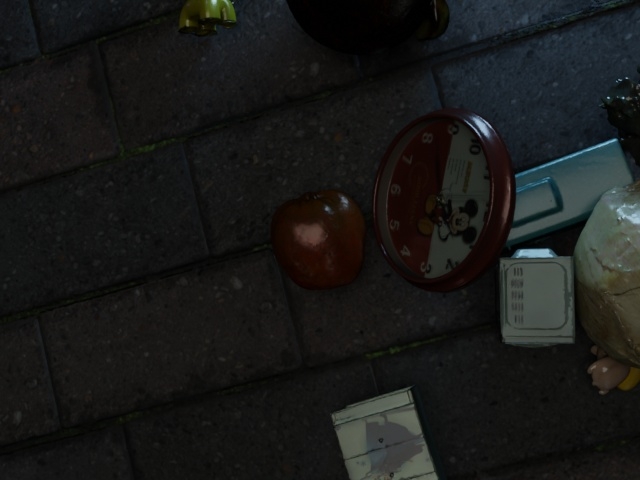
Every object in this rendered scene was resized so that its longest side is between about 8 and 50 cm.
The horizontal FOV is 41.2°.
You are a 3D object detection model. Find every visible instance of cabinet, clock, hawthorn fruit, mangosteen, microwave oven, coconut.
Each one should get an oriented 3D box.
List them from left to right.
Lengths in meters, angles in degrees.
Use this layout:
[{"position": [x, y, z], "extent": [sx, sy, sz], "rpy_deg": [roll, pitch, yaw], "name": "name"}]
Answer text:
[{"position": [0.000, 0.000, 1.518], "extent": [0.189, 0.189, 0.189], "rpy_deg": [-1, 85, 11], "name": "hawthorn fruit"}, {"position": [0.083, -0.479, 1.488], "extent": [0.330, 0.330, 0.330], "rpy_deg": [-1, 85, 11], "name": "mangosteen"}, {"position": [0.124, 0.371, 1.470], "extent": [0.145, 0.150, 0.206], "rpy_deg": [-19, 81, 9], "name": "cabinet"}, {"position": [0.209, -0.068, 1.454], "extent": [0.318, 0.080, 0.318], "rpy_deg": [-11, 76, 52], "name": "clock"}, {"position": [0.351, 0.099, 1.419], "extent": [0.122, 0.208, 0.162], "rpy_deg": [-2, 85, 11], "name": "microwave oven"}, {"position": [0.541, 0.066, 1.322], "extent": [0.297, 0.254, 0.297], "rpy_deg": [-3, 125, -4], "name": "coconut"}]

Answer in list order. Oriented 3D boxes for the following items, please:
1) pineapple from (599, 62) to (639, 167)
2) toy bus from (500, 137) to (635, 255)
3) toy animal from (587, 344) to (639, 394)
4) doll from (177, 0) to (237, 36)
[{"position": [0.596, -0.209, 1.362], "extent": [0.357, 0.223, 0.222], "rpy_deg": [-6, 84, -8], "name": "pineapple"}, {"position": [0.400, -0.071, 1.457], "extent": [0.256, 0.147, 0.128], "rpy_deg": [-20, 80, 8], "name": "toy bus"}, {"position": [0.500, 0.210, 1.455], "extent": [0.114, 0.091, 0.082], "rpy_deg": [-27, 39, -7], "name": "toy animal"}, {"position": [-0.236, -0.505, 1.626], "extent": [0.135, 0.143, 0.220], "rpy_deg": [-13, 83, 44], "name": "doll"}]
